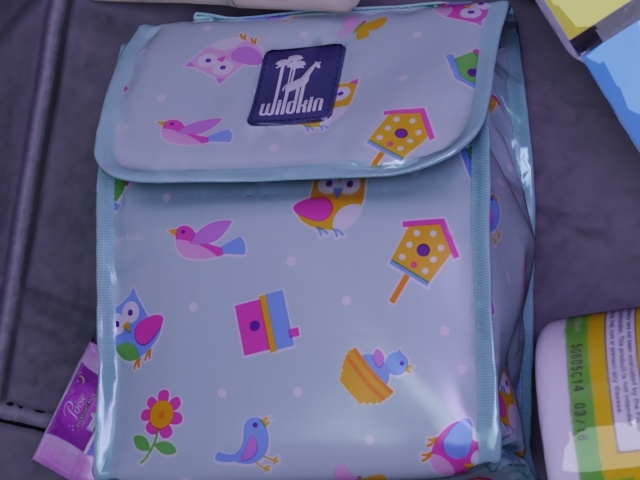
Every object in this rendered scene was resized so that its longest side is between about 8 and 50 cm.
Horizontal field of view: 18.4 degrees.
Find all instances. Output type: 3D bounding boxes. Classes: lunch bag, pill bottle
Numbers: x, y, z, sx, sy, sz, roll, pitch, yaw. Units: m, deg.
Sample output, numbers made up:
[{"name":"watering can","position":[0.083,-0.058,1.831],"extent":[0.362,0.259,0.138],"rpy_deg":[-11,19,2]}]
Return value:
[{"name":"lunch bag","position":[0.000,0.000,1.040],"extent":[0.223,0.160,0.262],"rpy_deg":[-3,80,17]},{"name":"pill bottle","position":[0.240,0.090,0.996],"extent":[0.245,0.136,0.136],"rpy_deg":[-9,90,13]}]

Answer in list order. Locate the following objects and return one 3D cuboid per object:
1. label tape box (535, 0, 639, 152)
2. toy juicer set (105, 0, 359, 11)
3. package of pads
[{"name":"label tape box","position":[0.185,-0.244,1.012],"extent":[0.249,0.115,0.348],"rpy_deg":[-33,87,12]},{"name":"toy juicer set","position":[-0.023,-0.241,1.013],"extent":[0.209,0.089,0.329],"rpy_deg":[24,134,21]},{"name":"package of pads","position":[-0.127,0.102,1.133],"extent":[0.050,0.032,0.083],"rpy_deg":[28,98,9]}]
